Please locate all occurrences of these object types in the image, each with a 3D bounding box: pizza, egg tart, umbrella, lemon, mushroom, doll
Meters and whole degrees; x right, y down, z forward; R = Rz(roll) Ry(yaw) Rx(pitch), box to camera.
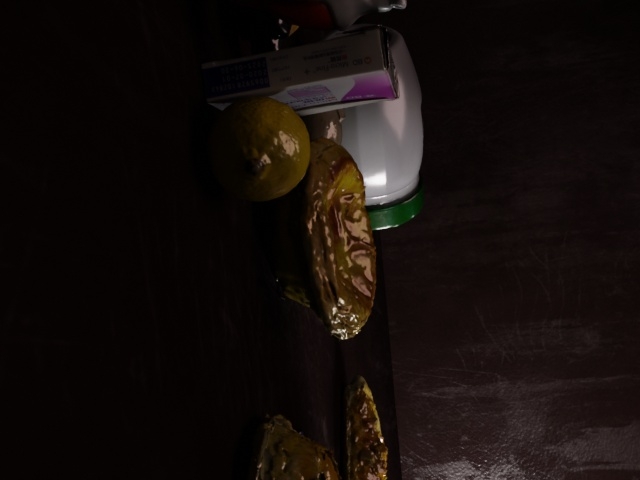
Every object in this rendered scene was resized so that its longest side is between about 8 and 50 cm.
[{"bbox_3d":[0.099,0.452,1.382,0.257,0.087,0.268,76,10,-50],"label":"pizza"},{"bbox_3d":[0.000,0.000,0.959,0.295,0.116,0.294,-5,90,-71],"label":"egg tart"},{"bbox_3d":[-0.076,-0.346,0.811,0.110,0.122,0.272,-23,118,-34],"label":"umbrella"},{"bbox_3d":[-0.064,-0.094,0.696,0.133,0.109,0.109,-89,169,-62],"label":"lemon"},{"bbox_3d":[-0.008,-0.177,1.114,0.108,0.096,0.246,116,-23,-66],"label":"mushroom"},{"bbox_3d":[-0.024,-0.259,0.694,0.102,0.228,0.075,-46,144,-74],"label":"doll"},{"bbox_3d":[-0.024,0.293,0.742,0.212,0.090,0.212,-10,90,-82],"label":"egg tart"}]

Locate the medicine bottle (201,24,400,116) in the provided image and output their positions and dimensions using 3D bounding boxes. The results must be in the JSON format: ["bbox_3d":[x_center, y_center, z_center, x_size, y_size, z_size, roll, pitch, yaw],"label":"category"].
[{"bbox_3d":[-0.014,-0.184,0.771,0.171,0.201,0.052,-3,84,-81],"label":"medicine bottle"}]

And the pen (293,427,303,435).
[{"bbox_3d":[-0.019,0.354,0.915,0.025,0.025,0.204,-49,132,-77],"label":"pen"}]

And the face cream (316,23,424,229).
[{"bbox_3d":[0.090,-0.220,1.321,0.312,0.220,0.356,-93,175,-56],"label":"face cream"}]

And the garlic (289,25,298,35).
[{"bbox_3d":[0.003,-0.421,0.882,0.338,0.151,0.196,157,-73,-71],"label":"garlic"}]
